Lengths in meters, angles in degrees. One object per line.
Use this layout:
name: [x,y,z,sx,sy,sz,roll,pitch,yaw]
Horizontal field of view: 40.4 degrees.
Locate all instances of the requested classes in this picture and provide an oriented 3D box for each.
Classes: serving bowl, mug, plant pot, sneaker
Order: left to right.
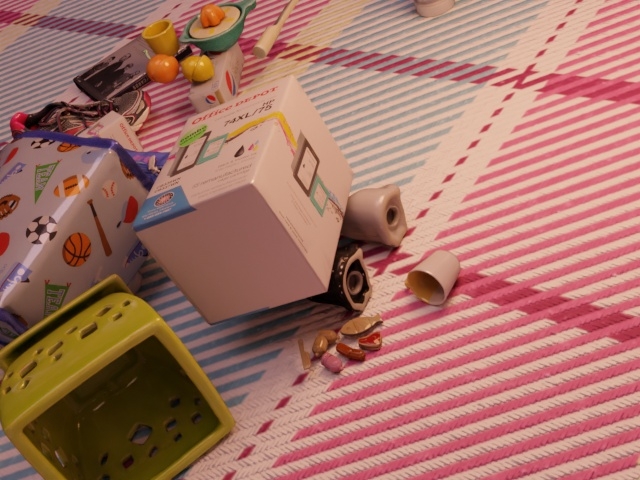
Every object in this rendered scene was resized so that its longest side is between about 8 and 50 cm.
sneaker: [-0.489,-0.241,1.780,0.299,0.112,0.121,-19,41,5]
plant pot: [-0.283,0.193,1.151,0.228,0.227,0.207,-35,36,-11]
serving bowl: [-0.340,0.069,1.448,0.083,0.027,0.083,-14,42,13]
mug: [0.157,0.044,1.214,0.078,0.062,0.064,21,50,32]

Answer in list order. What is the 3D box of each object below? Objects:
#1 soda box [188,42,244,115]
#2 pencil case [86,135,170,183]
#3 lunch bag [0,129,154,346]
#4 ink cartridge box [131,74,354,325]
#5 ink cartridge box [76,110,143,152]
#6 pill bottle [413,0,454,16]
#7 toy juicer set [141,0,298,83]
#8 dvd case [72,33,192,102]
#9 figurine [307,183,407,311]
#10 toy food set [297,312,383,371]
soda box: [-0.209,-0.333,1.769,0.069,0.074,0.216,-11,43,15]
pencil case: [-0.330,-0.112,1.555,0.306,0.133,0.119,14,69,37]
lunch bag: [-0.475,0.002,1.410,0.385,0.239,0.328,11,60,35]
ink cartridge box: [-0.096,-0.059,1.229,0.198,0.197,0.270,-18,34,25]
ink cartridge box: [-0.422,-0.182,1.702,0.122,0.088,0.052,-39,40,-17]
pill bottle: [0.202,-0.540,1.696,0.108,0.193,0.108,-14,43,13]
toy juicer set: [-0.210,-0.408,1.722,0.329,0.089,0.209,-13,42,12]
dvd case: [-0.428,-0.396,1.974,0.238,0.029,0.179,-37,42,-15]
figurine: [0.000,0.000,1.319,0.209,0.092,0.215,5,48,35]
toy food set: [0.033,0.147,1.197,0.122,0.019,0.078,-15,42,0]
